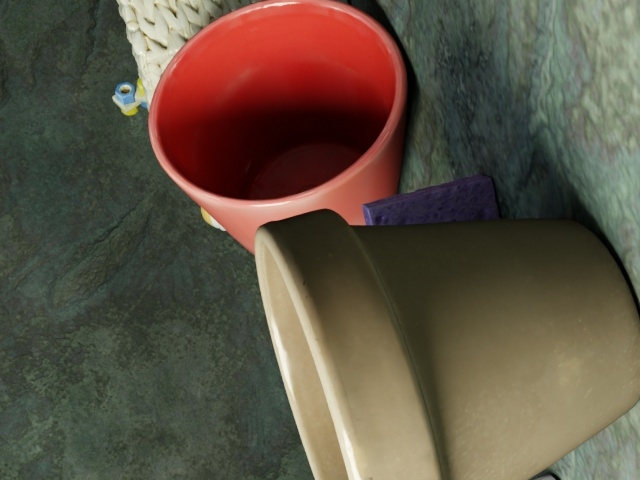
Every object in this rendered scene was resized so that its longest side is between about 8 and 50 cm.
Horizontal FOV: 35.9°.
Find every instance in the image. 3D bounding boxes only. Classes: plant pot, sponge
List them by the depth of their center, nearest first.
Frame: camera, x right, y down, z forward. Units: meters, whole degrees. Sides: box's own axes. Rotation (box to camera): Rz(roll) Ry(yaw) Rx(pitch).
[{"bbox_3d":[0.097,0.087,0.709,0.263,0.229,0.263,165,90,-81],"label":"plant pot"},{"bbox_3d":[0.117,0.055,0.889,0.031,0.117,0.210,-148,43,-75],"label":"sponge"},{"bbox_3d":[-0.026,-0.096,1.119,0.243,0.275,0.274,69,180,-61],"label":"plant pot"}]

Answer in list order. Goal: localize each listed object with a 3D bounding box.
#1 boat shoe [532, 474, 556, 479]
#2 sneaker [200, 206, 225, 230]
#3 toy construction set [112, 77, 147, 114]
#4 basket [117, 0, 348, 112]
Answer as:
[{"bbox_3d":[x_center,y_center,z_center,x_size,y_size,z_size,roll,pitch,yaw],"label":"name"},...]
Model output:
[{"bbox_3d":[0.188,0.311,1.000,0.258,0.084,0.095,86,165,-51],"label":"boat shoe"},{"bbox_3d":[-0.069,-0.139,1.529,0.112,0.131,0.296,70,-137,-78],"label":"sneaker"},{"bbox_3d":[-0.175,-0.321,1.583,0.151,0.215,0.327,76,-147,-72],"label":"toy construction set"},{"bbox_3d":[-0.147,-0.355,1.334,0.331,0.267,0.328,115,138,-79],"label":"basket"}]
